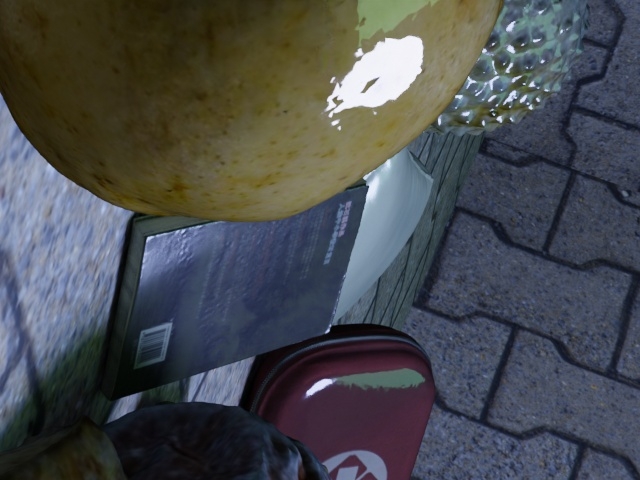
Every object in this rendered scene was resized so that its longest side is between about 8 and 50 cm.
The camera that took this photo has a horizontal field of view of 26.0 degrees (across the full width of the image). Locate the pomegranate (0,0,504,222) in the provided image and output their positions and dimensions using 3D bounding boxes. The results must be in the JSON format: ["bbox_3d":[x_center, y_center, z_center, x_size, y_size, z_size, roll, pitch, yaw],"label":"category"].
[{"bbox_3d":[-0.030,-0.135,0.605,0.260,0.260,0.260,20,90,-81],"label":"pomegranate"}]

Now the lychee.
[{"bbox_3d":[0.127,-0.219,1.308,0.274,0.255,0.255,-52,164,-22],"label":"lychee"}]

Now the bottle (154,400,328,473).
[{"bbox_3d":[-0.136,0.330,1.223,0.171,0.171,0.351,61,52,-78],"label":"bottle"}]

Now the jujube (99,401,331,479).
[{"bbox_3d":[-0.105,0.249,0.975,0.308,0.246,0.215,-42,129,-45],"label":"jujube"}]

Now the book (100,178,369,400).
[{"bbox_3d":[-0.063,0.034,1.095,0.228,0.024,0.160,-15,131,-41],"label":"book"}]

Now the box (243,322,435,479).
[{"bbox_3d":[0.002,0.288,1.754,0.263,0.108,0.404,-3,121,-31],"label":"box"}]

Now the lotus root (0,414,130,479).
[{"bbox_3d":[-0.192,0.244,0.718,0.142,0.210,0.314,-76,168,-61],"label":"lotus root"}]

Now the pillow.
[{"bbox_3d":[0.000,0.000,1.319,0.255,0.120,0.322,-47,169,1],"label":"pillow"}]
